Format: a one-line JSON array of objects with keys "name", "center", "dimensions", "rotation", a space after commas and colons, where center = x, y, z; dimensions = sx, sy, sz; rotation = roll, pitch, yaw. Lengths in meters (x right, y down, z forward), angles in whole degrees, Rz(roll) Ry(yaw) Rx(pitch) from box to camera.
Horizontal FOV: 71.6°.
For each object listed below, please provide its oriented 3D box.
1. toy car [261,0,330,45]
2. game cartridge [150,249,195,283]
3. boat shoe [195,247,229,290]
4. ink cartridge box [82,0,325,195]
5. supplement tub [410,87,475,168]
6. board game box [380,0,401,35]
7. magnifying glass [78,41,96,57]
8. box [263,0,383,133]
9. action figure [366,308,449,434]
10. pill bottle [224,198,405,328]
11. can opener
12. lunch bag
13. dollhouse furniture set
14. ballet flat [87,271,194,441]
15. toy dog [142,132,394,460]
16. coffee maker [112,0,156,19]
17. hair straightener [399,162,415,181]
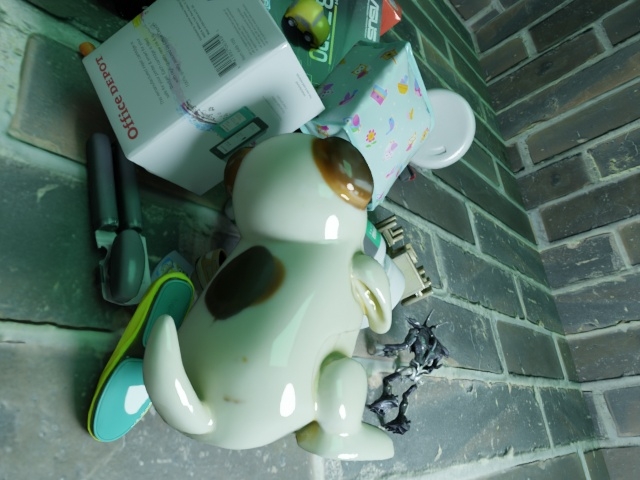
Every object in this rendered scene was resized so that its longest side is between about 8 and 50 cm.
[{"name": "toy car", "center": [-0.083, -0.514, 0.866], "dimensions": [0.238, 0.053, 0.225], "rotation": [3, 85, -22]}, {"name": "game cartridge", "center": [-0.244, 0.056, 0.720], "dimensions": [0.056, 0.017, 0.083], "rotation": [44, 41, -20]}, {"name": "boat shoe", "center": [-0.152, 0.105, 0.756], "dimensions": [0.068, 0.072, 0.190], "rotation": [-26, 91, -53]}, {"name": "ink cartridge box", "center": [-0.173, -0.242, 0.695], "dimensions": [0.198, 0.269, 0.197], "rotation": [60, 9, 16]}, {"name": "supplement tub", "center": [0.379, -0.359, 1.474], "dimensions": [0.241, 0.240, 0.331], "rotation": [64, 17, -1]}, {"name": "board game box", "center": [0.009, -0.569, 1.134], "dimensions": [0.242, 0.316, 0.064], "rotation": [37, 45, -31]}, {"name": "magnifying glass", "center": [-0.332, -0.231, 0.751], "dimensions": [0.231, 0.026, 0.092], "rotation": [58, 9, -2]}, {"name": "box", "center": [-0.036, -0.386, 0.956], "dimensions": [0.317, 0.097, 0.396], "rotation": [11, 81, -24]}, {"name": "action figure", "center": [0.194, 0.286, 1.022], "dimensions": [0.164, 0.140, 0.276], "rotation": [47, 56, -19]}, {"name": "pill bottle", "center": [0.000, 0.000, 0.891], "dimensions": [0.361, 0.204, 0.204], "rotation": [48, 40, -22]}, {"name": "can opener", "center": [-0.293, -0.038, 0.661], "dimensions": [0.074, 0.093, 0.281], "rotation": [8, 59, -50]}, {"name": "lunch bag", "center": [0.103, -0.211, 0.863], "dimensions": [0.224, 0.160, 0.262], "rotation": [-54, 140, -14]}, {"name": "dollhouse furniture set", "center": [0.170, 0.078, 1.147], "dimensions": [0.212, 0.160, 0.242], "rotation": [60, 15, -6]}, {"name": "ballet flat", "center": [-0.243, 0.149, 0.604], "dimensions": [0.077, 0.077, 0.231], "rotation": [31, 78, -36]}, {"name": "toy dog", "center": [-0.059, 0.053, 0.622], "dimensions": [0.395, 0.284, 0.409], "rotation": [27, 69, -45]}, {"name": "coffee maker", "center": [-0.343, -0.534, 0.810], "dimensions": [0.120, 0.171, 0.179], "rotation": [-5, 72, -34]}, {"name": "hair straightener", "center": [0.240, -0.300, 1.483], "dimensions": [0.089, 0.047, 0.231], "rotation": [-23, 88, -53]}]
